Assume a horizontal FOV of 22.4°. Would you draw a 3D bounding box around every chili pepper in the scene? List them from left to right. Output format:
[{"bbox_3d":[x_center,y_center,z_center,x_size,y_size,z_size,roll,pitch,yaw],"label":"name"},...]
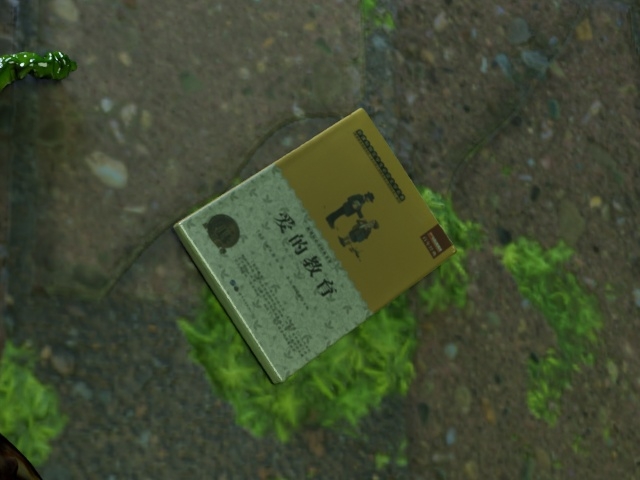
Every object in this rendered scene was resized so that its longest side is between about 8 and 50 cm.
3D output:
[{"bbox_3d":[-0.181,-0.098,0.959,0.083,0.022,0.027,-27,54,-34],"label":"chili pepper"}]

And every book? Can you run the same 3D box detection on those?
[{"bbox_3d":[0.000,0.000,1.035,0.172,0.012,0.118,-35,93,-35],"label":"book"}]

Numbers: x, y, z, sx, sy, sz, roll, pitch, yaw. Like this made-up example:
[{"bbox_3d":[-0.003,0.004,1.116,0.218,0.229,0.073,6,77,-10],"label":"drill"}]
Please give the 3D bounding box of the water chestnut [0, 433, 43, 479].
[{"bbox_3d":[-0.248,0.187,0.700,0.300,0.300,0.300,11,68,-27],"label":"water chestnut"}]
